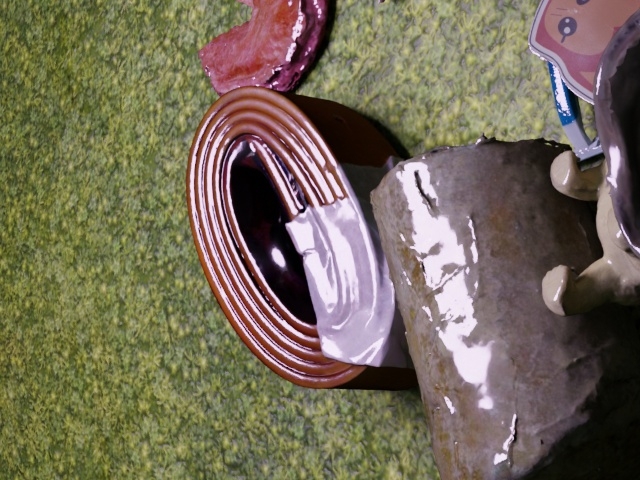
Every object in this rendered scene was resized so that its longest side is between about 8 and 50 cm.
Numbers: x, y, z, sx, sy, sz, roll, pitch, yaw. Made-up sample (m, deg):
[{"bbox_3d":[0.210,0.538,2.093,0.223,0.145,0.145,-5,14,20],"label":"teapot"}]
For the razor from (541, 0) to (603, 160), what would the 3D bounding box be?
[{"bbox_3d":[0.215,-0.163,1.190,0.068,0.037,0.191,-20,74,48],"label":"razor"}]

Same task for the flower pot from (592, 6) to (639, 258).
[{"bbox_3d":[0.353,-0.082,0.896,0.302,0.213,0.301,0,90,50],"label":"flower pot"}]

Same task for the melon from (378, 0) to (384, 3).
[{"bbox_3d":[0.038,-0.331,1.389,0.182,0.054,0.098,56,133,34],"label":"melon"}]

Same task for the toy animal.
[{"bbox_3d":[0.246,-0.037,1.055,0.103,0.101,0.218,-38,36,51],"label":"toy animal"}]

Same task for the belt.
[{"bbox_3d":[0.000,0.000,1.338,0.217,0.122,0.338,-44,61,29],"label":"belt"}]

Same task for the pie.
[{"bbox_3d":[-0.069,-0.262,1.504,0.204,0.054,0.218,-21,74,47],"label":"pie"}]

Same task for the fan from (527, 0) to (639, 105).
[{"bbox_3d":[0.225,-0.216,1.169,0.132,0.009,0.220,-43,59,15],"label":"fan"}]

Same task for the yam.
[{"bbox_3d":[0.164,0.074,1.129,0.195,0.195,0.300,-33,64,43],"label":"yam"}]
